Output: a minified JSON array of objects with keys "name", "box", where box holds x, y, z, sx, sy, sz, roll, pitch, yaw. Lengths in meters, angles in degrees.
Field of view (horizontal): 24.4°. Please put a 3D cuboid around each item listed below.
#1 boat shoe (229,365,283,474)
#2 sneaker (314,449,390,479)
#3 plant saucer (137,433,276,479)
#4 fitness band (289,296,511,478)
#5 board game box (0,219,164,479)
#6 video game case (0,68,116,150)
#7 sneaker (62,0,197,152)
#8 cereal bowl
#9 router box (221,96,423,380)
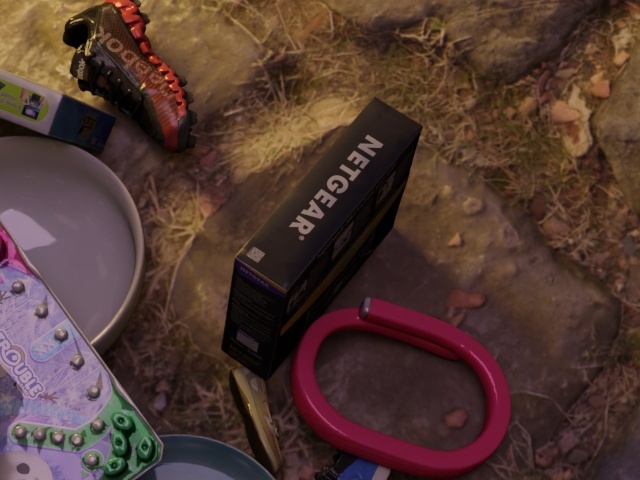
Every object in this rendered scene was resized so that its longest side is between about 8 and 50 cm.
[{"name":"boat shoe","box":[-0.073,0.226,1.898,0.048,0.056,0.153,-12,54,-19]},{"name":"sneaker","box":[0.022,0.328,1.848,0.084,0.058,0.152,26,61,3]},{"name":"plant saucer","box":[-0.179,0.395,1.814,0.317,0.044,0.318,1,63,-3]},{"name":"fitness band","box":[0.104,0.189,1.896,0.290,0.054,0.209,19,57,-7]},{"name":"board game box","box":[-0.450,0.211,1.747,0.390,0.050,0.390,-36,80,-9]},{"name":"video game case","box":[-0.423,-0.194,1.966,0.244,0.269,0.061,22,91,7]},{"name":"sneaker","box":[-0.273,-0.224,2.068,0.135,0.098,0.276,-18,63,-29]},{"name":"cereal bowl","box":[-0.391,0.042,1.918,0.338,0.141,0.339,2,64,-3]},{"name":"router box","box":[0.000,0.000,1.888,0.081,0.243,0.309,33,59,12]}]
